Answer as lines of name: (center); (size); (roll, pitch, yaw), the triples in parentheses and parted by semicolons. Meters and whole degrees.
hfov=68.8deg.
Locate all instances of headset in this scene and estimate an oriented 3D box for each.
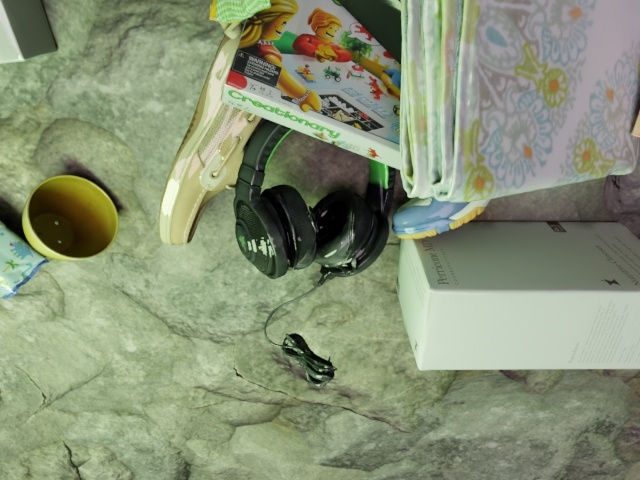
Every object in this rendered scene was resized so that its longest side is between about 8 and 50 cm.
headset: (0.000, 0.000, 0.676); (0.243, 0.185, 0.394); (2, 108, -33)

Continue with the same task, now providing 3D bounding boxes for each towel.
towel: (0.250, -0.221, 0.539); (0.374, 0.090, 0.320); (-11, 108, -26)

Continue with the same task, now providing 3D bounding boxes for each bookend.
bookend: (0.109, -0.322, 0.563); (0.157, 0.072, 0.156); (40, 72, -14)

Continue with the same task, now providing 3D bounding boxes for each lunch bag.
lunch bag: (-0.544, 0.029, 0.771); (0.151, 0.096, 0.129); (-18, 122, 42)

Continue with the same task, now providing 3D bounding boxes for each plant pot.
plant pot: (-0.405, -0.023, 0.735); (0.095, 0.134, 0.134); (-20, 120, 37)

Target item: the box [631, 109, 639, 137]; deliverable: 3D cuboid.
box: (0.548, -0.198, 0.566); (0.300, 0.142, 0.154); (-15, 123, -27)

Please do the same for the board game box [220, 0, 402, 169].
board game box: (0.048, -0.215, 0.600); (0.305, 0.053, 0.193); (18, 76, -14)

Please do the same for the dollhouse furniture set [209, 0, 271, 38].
dollhouse furniture set: (-0.021, -0.362, 0.442); (0.301, 0.197, 0.151); (-48, 115, -8)

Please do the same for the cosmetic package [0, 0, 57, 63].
cosmetic package: (-0.437, -0.339, 0.566); (0.127, 0.107, 0.238); (-3, 122, 0)

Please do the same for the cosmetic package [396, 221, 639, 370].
cosmetic package: (0.328, 0.080, 0.747); (0.385, 0.217, 0.156); (1, 119, -4)

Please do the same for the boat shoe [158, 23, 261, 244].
boat shoe: (-0.140, -0.125, 0.676); (0.110, 0.121, 0.341); (23, 115, -12)

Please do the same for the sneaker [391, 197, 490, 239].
sneaker: (0.223, -0.116, 0.707); (0.296, 0.112, 0.131); (-32, 107, 5)
